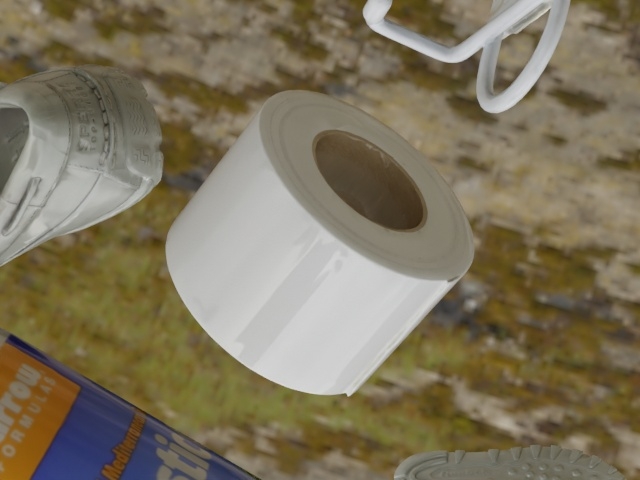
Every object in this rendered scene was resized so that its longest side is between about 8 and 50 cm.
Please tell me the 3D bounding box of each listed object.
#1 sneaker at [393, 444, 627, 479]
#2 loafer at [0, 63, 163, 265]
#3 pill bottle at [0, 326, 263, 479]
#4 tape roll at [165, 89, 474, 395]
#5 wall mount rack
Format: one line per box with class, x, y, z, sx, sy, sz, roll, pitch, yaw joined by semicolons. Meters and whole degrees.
sneaker;0.189;0.260;1.592;0.235;0.090;0.094;1;121;18
loafer;-0.231;-0.012;0.919;0.319;0.112;0.111;-29;164;30
pill bottle;-0.120;0.121;0.621;0.272;0.152;0.152;32;156;-7
tape roll;0.000;0.000;1.542;0.246;0.246;0.169;28;121;-19
wall mount rack;0.151;-0.282;1.181;0.130;0.350;0.304;23;155;-16
